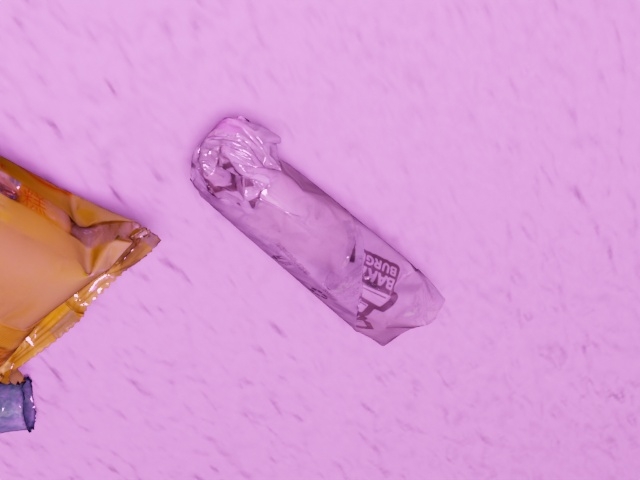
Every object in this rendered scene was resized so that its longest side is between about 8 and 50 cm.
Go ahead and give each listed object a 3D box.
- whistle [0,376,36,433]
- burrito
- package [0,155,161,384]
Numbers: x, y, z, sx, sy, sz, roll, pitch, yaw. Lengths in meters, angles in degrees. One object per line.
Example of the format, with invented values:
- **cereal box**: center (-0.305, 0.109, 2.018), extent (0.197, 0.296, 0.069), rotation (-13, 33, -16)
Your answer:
- **whistle**: center (-0.284, 0.117, 0.571), extent (0.186, 0.039, 0.039), rotation (-5, 117, -8)
- **burrito**: center (0.001, 0.000, 0.551), extent (0.064, 0.064, 0.203), rotation (-41, 116, 11)
- **package**: center (-0.220, 0.001, 0.486), extent (0.168, 0.090, 0.226), rotation (-38, 129, 21)
